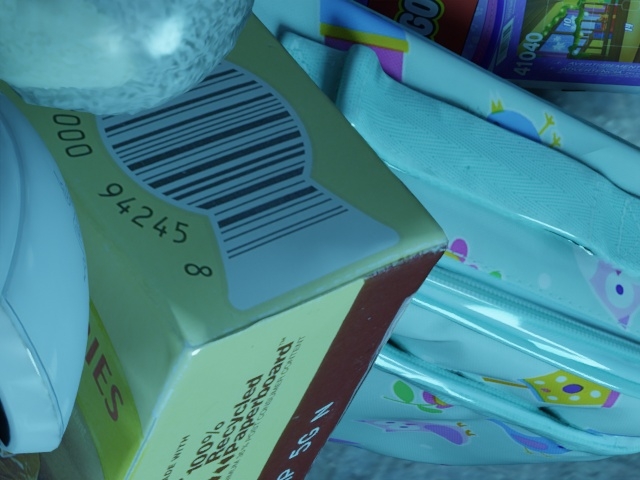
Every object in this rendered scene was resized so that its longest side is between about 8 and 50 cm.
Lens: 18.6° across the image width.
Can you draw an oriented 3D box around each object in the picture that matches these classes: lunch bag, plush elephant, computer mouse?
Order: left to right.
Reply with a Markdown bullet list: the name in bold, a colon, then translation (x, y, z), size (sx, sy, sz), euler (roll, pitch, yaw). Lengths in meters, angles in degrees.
- **plush elephant**: translation (-0.117, -0.220, 0.380), size (0.255, 0.272, 0.330), euler (8, 139, -5)
- **computer mouse**: translation (-0.099, -0.027, 0.403), size (0.042, 0.193, 0.106), euler (-36, 144, -22)
- **lunch bag**: translation (0.000, 0.000, 0.691), size (0.279, 0.108, 0.224), euler (21, 164, -27)

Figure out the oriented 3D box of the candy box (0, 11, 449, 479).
- **candy box**: translation (-0.121, -0.043, 0.541), size (0.087, 0.316, 0.183), euler (-20, 151, -39)

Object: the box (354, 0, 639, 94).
- **box**: translation (0.121, -0.167, 0.622), size (0.201, 0.057, 0.293), euler (3, 139, -12)
